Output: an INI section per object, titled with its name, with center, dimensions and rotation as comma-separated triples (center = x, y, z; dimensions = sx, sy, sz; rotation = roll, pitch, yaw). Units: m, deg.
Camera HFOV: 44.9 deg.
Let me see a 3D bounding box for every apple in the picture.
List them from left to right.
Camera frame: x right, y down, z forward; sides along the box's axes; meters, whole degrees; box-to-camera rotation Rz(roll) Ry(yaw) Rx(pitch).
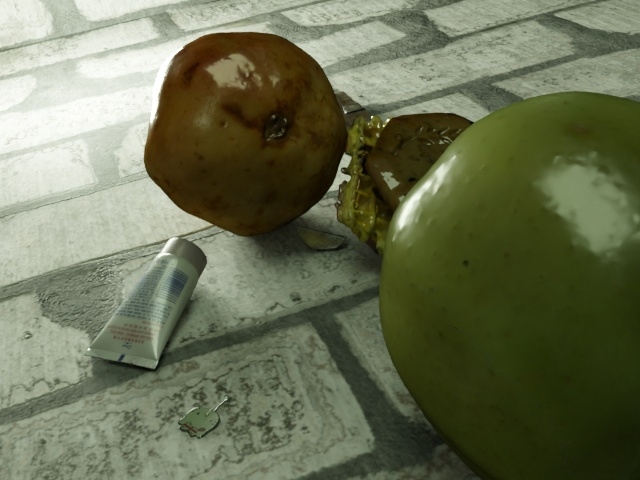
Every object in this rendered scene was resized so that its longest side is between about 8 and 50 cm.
[apple]
center = 0.294, 0.079, 0.848
dimensions = 0.473, 0.474, 0.474
rotation = -6, 33, 4

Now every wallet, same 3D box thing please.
[wallet]
center = 0.046, -0.289, 1.838
dimensions = 0.124, 0.042, 0.230
rotation = -20, 33, -10

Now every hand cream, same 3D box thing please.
[hand cream]
center = -0.273, 0.108, 1.288
dimensions = 0.133, 0.083, 0.248
rotation = 7, 47, 24

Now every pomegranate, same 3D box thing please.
[pomegranate]
center = -0.144, -0.196, 1.453
dimensions = 0.409, 0.410, 0.410
rotation = -6, 33, 4

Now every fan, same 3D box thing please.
[fan]
center = -0.160, 0.246, 1.097
dimensions = 0.055, 0.004, 0.083
rotation = 18, 42, 37

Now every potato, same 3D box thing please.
[potato]
center = -0.001, 0.000, 1.417
dimensions = 0.093, 0.036, 0.037
rotation = 13, -2, 2

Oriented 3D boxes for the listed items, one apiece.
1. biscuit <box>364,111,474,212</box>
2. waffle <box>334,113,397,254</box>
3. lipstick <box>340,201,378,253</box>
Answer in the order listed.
[biscuit]
center = 0.248, -0.105, 1.314
dimensions = 0.358, 0.046, 0.359
rotation = 11, 42, -11
[waffle]
center = 0.123, -0.098, 1.372
dimensions = 0.309, 0.065, 0.283
rotation = -24, 77, -45
[lipstick]
center = 0.085, -0.031, 1.427
dimensions = 0.045, 0.045, 0.145
rotation = -17, 33, -17
